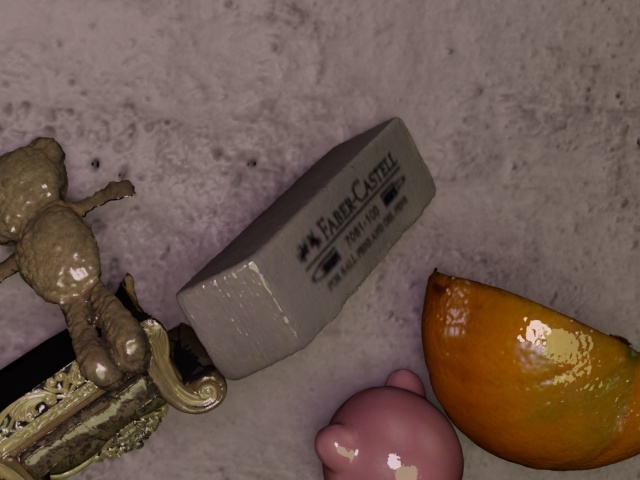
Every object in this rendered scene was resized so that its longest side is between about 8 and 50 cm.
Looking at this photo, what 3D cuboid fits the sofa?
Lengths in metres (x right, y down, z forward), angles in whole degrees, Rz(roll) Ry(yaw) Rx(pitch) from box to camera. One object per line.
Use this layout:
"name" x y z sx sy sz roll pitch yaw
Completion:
"sofa" -0.226 0.181 1.046 0.258 0.200 0.182 -35 107 -9

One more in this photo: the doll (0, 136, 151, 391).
"doll" -0.243 0.012 0.972 0.091 0.286 0.202 40 72 -55

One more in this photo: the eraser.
"eraser" 0.001 0.000 1.071 0.352 0.077 0.111 -46 116 -42

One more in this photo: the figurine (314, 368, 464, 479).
"figurine" 0.080 0.251 1.173 0.173 0.173 0.173 -4 103 -17

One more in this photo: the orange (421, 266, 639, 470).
"orange" 0.255 0.137 1.157 0.274 0.274 0.310 -31 110 -9
